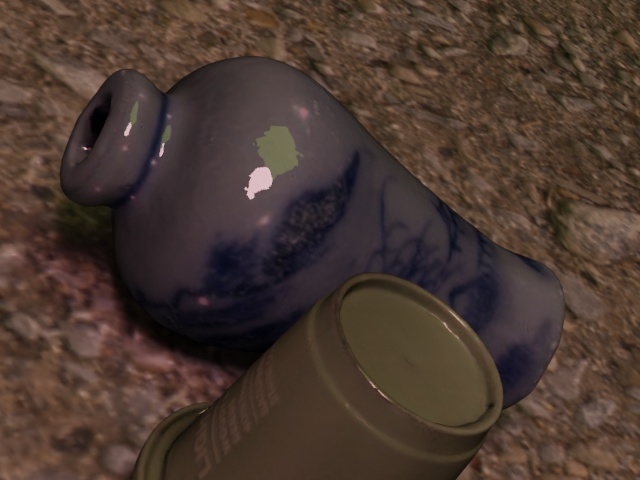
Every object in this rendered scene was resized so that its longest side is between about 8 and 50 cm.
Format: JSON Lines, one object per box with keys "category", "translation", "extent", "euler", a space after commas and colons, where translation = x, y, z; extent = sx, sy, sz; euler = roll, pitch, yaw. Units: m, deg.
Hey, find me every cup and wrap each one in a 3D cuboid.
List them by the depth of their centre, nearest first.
{"category": "cup", "translation": [0.000, 0.084, 0.516], "extent": [0.120, 0.141, 0.120], "euler": [25, 32, -17]}

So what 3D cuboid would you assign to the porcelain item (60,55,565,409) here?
{"category": "porcelain item", "translation": [0.000, 0.000, 0.641], "extent": [0.259, 0.141, 0.141], "euler": [25, 33, -27]}
